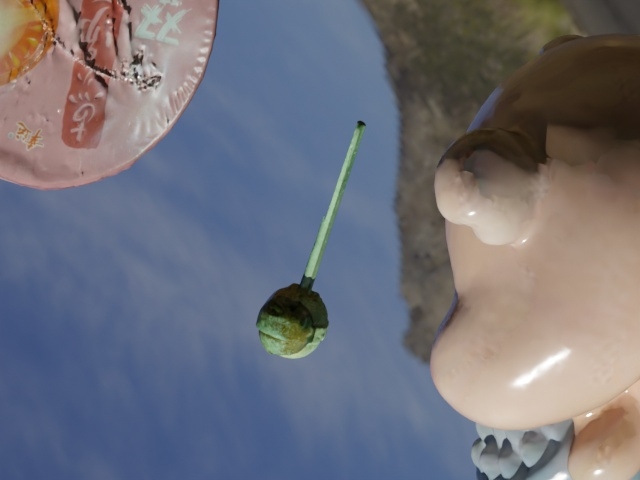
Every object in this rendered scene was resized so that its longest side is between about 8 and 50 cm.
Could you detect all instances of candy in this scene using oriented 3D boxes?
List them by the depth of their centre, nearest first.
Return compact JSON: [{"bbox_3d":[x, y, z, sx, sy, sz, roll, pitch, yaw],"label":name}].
[{"bbox_3d":[0.000,0.000,1.306,0.061,0.202,0.061,18,-167,-4],"label":"candy"}]

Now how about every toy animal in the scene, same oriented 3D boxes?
[{"bbox_3d":[0.169,0.024,0.737,0.210,0.221,0.229,-36,-55,-63],"label":"toy animal"}]

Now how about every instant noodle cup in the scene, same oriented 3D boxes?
[{"bbox_3d":[-0.233,-0.182,1.163,0.231,0.243,0.243,25,162,46],"label":"instant noodle cup"}]
